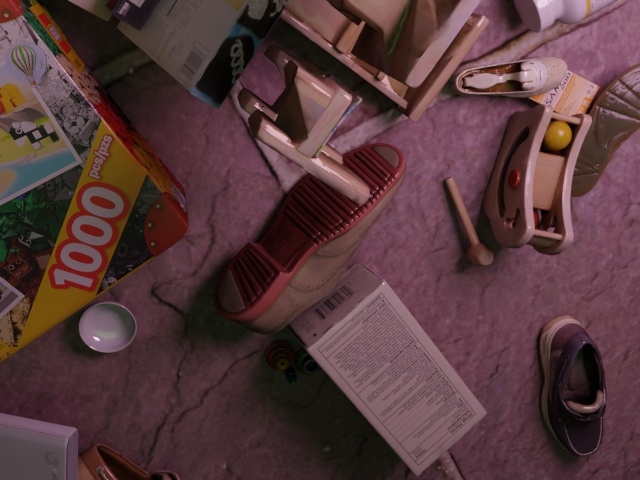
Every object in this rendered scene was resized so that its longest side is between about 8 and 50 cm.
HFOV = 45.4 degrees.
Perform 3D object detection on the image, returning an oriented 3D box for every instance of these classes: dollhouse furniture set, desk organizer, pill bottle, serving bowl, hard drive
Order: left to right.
[{"bbox_3d":[-0.513,0.341,1.127,0.307,0.040,0.203,10,110,6],"label":"hard drive"},{"bbox_3d":[-0.317,0.125,1.144,0.083,0.027,0.083,-4,111,-10],"label":"serving bowl"},{"bbox_3d":[-0.212,-0.329,0.931,0.130,0.050,0.047,-53,142,11],"label":"desk organizer"},{"bbox_3d":[0.106,-0.244,0.891,0.256,0.394,0.362,31,102,-21],"label":"dollhouse furniture set"},{"bbox_3d":[0.365,-0.365,1.056,0.184,0.103,0.103,-29,114,0],"label":"pill bottle"}]

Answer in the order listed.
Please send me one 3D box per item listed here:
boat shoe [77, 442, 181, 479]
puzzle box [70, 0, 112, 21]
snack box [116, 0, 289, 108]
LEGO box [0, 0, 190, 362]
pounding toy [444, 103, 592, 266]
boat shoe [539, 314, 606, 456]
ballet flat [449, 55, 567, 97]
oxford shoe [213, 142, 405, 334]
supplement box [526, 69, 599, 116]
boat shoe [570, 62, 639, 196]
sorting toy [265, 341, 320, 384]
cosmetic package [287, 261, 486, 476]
[{"bbox_3d":[-0.267,0.434,1.226,0.324,0.123,0.116,37,98,-23],"label":"boat shoe"},{"bbox_3d":[-0.319,-0.437,0.798,0.272,0.052,0.409,-54,146,10],"label":"puzzle box"},{"bbox_3d":[-0.102,-0.344,0.925,0.322,0.187,0.060,-54,146,11],"label":"snack box"},{"bbox_3d":[-0.474,-0.042,0.958,0.500,0.193,0.372,-35,114,3],"label":"LEGO box"},{"bbox_3d":[0.282,-0.071,1.125,0.154,0.154,0.270,10,108,-15],"label":"pounding toy"},{"bbox_3d":[0.444,0.269,1.321,0.102,0.092,0.285,-15,113,-6],"label":"boat shoe"},{"bbox_3d":[0.271,-0.229,1.093,0.168,0.052,0.057,-7,102,8],"label":"ballet flat"},{"bbox_3d":[0.000,0.000,1.135,0.348,0.123,0.130,-42,139,5],"label":"oxford shoe"},{"bbox_3d":[0.358,-0.224,1.145,0.098,0.036,0.062,20,105,-18],"label":"supplement box"},{"bbox_3d":[0.431,-0.171,1.162,0.080,0.073,0.224,30,106,-2],"label":"boat shoe"},{"bbox_3d":[-0.039,0.200,1.222,0.102,0.042,0.061,13,108,-16],"label":"sorting toy"},{"bbox_3d":[0.107,0.204,1.206,0.160,0.113,0.309,-40,114,-6],"label":"cosmetic package"}]
